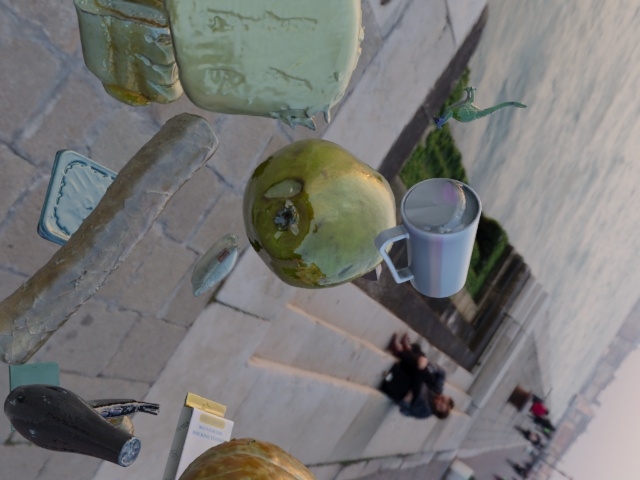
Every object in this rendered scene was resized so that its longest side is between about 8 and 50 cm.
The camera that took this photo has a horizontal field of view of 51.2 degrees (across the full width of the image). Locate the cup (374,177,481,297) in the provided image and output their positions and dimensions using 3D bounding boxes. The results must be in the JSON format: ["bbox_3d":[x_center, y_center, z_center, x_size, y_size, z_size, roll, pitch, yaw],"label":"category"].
[{"bbox_3d":[0.105,0.004,0.666,0.104,0.074,0.116,-20,140,-10],"label":"cup"}]

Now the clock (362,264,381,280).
[{"bbox_3d":[0.000,0.001,1.514,0.279,0.273,0.049,70,41,-63],"label":"clock"}]

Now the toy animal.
[{"bbox_3d":[0.343,-0.299,1.436,0.216,0.041,0.075,-15,102,-11],"label":"toy animal"}]

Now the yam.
[{"bbox_3d":[-0.211,-0.007,0.657,0.300,0.066,0.066,-54,156,-21],"label":"yam"}]

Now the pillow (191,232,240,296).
[{"bbox_3d":[-0.210,0.044,1.346,0.128,0.051,0.229,-48,-168,-1],"label":"pillow"}]

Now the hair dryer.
[{"bbox_3d":[-0.265,0.228,0.861,0.219,0.195,0.075,16,87,-64],"label":"hair dryer"}]

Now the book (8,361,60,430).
[{"bbox_3d":[-0.595,0.324,1.399,0.103,0.135,0.017,0,157,-29],"label":"book"}]

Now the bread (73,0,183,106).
[{"bbox_3d":[-0.505,-0.541,1.869,0.341,0.300,0.210,100,9,-52],"label":"bread"}]

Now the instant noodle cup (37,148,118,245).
[{"bbox_3d":[-0.427,-0.054,1.193,0.157,0.070,0.179,29,53,-41],"label":"instant noodle cup"}]

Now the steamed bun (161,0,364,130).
[{"bbox_3d":[-0.066,-0.277,0.781,0.166,0.231,0.273,-91,177,-51],"label":"steamed bun"}]

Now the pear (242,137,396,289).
[{"bbox_3d":[0.001,-0.045,1.155,0.269,0.269,0.321,-66,171,17],"label":"pear"}]

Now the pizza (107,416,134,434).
[{"bbox_3d":[-0.531,0.472,1.646,0.271,0.134,0.056,118,-9,-51],"label":"pizza"}]

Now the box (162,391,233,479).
[{"bbox_3d":[-0.225,0.408,1.196,0.129,0.033,0.248,40,56,-51],"label":"box"}]

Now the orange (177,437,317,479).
[{"bbox_3d":[-0.102,0.450,0.955,0.329,0.248,0.330,178,-90,-85],"label":"orange"}]
